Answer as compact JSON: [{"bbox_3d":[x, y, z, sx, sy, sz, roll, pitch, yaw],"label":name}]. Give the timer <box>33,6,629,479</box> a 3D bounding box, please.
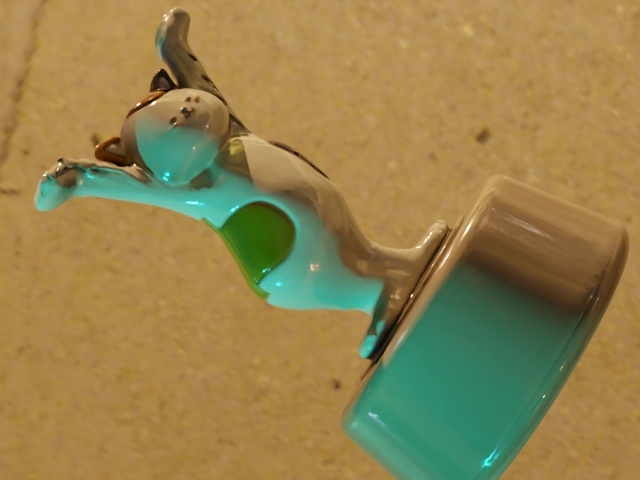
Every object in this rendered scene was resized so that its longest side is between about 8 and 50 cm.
[{"bbox_3d":[0.000,0.000,0.913,0.266,0.175,0.175,32,91,0],"label":"timer"}]
